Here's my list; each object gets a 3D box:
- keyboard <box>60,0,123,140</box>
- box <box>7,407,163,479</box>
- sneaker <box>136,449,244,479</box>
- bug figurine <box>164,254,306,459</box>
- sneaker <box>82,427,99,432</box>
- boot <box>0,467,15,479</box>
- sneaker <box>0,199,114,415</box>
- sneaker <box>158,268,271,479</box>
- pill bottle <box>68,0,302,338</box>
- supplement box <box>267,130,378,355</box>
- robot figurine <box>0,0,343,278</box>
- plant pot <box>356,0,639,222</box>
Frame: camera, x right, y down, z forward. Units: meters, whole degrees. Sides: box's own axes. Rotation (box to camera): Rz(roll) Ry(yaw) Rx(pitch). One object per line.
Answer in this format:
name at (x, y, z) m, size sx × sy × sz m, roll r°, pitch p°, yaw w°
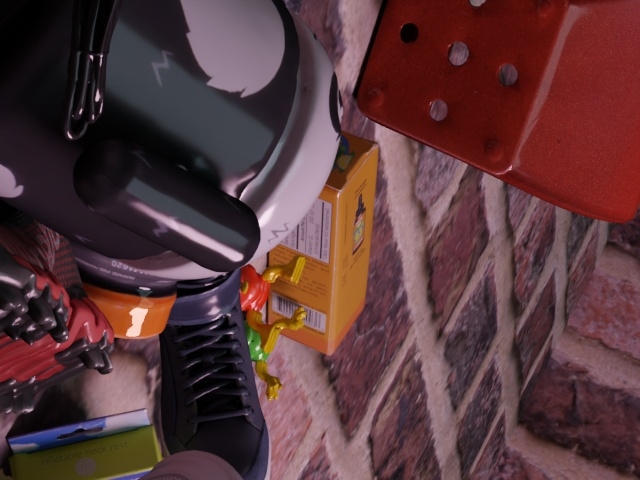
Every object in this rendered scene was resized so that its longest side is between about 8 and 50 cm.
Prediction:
keyboard at (-0.158, -0.135, 0.680) m, size 0.033 × 0.201 × 0.317 m, roll -53°, pitch 162°, yaw -71°
box at (-0.168, 0.196, 1.228) m, size 0.178 × 0.109 × 0.042 m, roll 87°, pitch -11°, yaw -56°
sneaker at (-0.175, 0.238, 0.965) m, size 0.366 × 0.137 × 0.210 m, roll -50°, pitch 146°, yaw -27°
bug figurine at (-0.090, 0.140, 1.439) m, size 0.216 × 0.072 × 0.279 m, roll 55°, pitch 55°, yaw -77°
sneaker at (-0.169, 0.176, 1.308) m, size 0.032 × 0.037 × 0.083 m, roll -64°, pitch 164°, yaw -14°
boot at (-0.276, 0.270, 1.044) m, size 0.270 × 0.089 × 0.236 m, roll -62°, pitch 149°, yaw -18°
sneaker at (-0.189, 0.018, 0.884) m, size 0.097 × 0.135 × 0.276 m, roll -26°, pitch 171°, yaw -1°
sneaker at (-0.089, 0.076, 1.207) m, size 0.163 × 0.086 × 0.226 m, roll 90°, pitch -13°, yaw -53°
pill bottle at (-0.107, -0.063, 1.032) m, size 0.130 × 0.130 × 0.246 m, roll -20°, pitch 131°, yaw -67°
supplement box at (0.000, 0.000, 1.519) m, size 0.078 × 0.080 × 0.233 m, roll -53°, pitch 160°, yaw -38°
robot figurine at (-0.109, -0.091, 0.825) m, size 0.278 × 0.173 × 0.209 m, roll 34°, pitch 61°, yaw -43°
plant pot at (0.188, -0.179, 1.584) m, size 0.235 × 0.267 × 0.267 m, roll -8°, pitch 120°, yaw -56°
